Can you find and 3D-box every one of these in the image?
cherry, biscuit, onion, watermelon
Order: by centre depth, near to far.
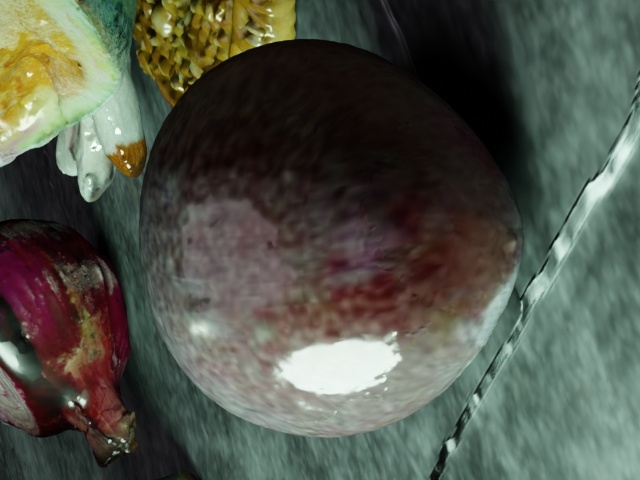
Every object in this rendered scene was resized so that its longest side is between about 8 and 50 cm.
[{"bbox_3d":[0.001,0.004,0.795,0.176,0.140,0.176,11,103,60],"label":"cherry"},{"bbox_3d":[-0.084,-0.196,1.055,0.305,0.038,0.305,166,90,-72],"label":"biscuit"},{"bbox_3d":[-0.199,-0.164,1.123,0.321,0.188,0.175,1,151,39],"label":"watermelon"},{"bbox_3d":[-0.205,0.083,1.480,0.218,0.140,0.195,38,150,24],"label":"onion"}]

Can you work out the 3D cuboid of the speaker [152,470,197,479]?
[{"bbox_3d":[-0.115,0.308,1.336,0.231,0.153,0.193,-127,30,-50],"label":"speaker"}]

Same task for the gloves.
[{"bbox_3d":[-0.180,-0.137,1.269,0.218,0.131,0.140,42,176,11],"label":"gloves"}]
